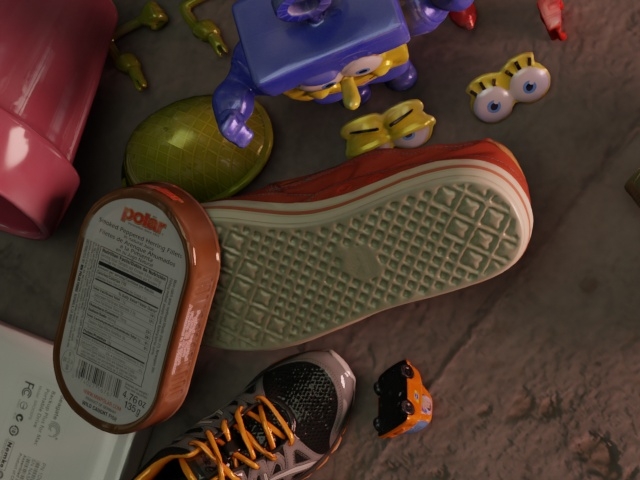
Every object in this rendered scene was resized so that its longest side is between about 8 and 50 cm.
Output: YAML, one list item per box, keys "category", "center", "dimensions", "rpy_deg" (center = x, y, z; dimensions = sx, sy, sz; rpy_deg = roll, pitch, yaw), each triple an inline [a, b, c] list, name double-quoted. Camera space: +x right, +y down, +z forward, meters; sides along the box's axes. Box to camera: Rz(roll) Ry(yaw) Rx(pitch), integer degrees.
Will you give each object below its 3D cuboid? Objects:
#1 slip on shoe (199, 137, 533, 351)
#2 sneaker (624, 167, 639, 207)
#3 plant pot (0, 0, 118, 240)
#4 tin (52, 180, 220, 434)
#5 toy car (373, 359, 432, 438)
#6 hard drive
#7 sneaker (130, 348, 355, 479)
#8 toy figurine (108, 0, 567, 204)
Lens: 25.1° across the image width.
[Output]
- category: "slip on shoe"
  center: [0.000, 0.000, 1.046]
  dimensions: [0.331, 0.101, 0.123]
  rpy_deg: [-14, 112, 25]
- category: "sneaker"
  center: [0.254, -0.022, 0.999]
  dimensions: [0.086, 0.064, 0.192]
  rpy_deg: [9, 87, 23]
- category: "plant pot"
  center: [-0.249, -0.124, 1.077]
  dimensions: [0.201, 0.201, 0.180]
  rpy_deg: [24, 75, 15]
- category: "tin"
  center: [-0.134, 0.050, 1.032]
  dimensions: [0.106, 0.040, 0.190]
  rpy_deg: [22, 108, 20]
- category: "toy car"
  center: [0.040, 0.146, 1.059]
  dimensions: [0.040, 0.060, 0.122]
  rpy_deg: [28, 115, -27]
- category: "hard drive"
  center: [-0.295, 0.156, 1.131]
  dimensions: [0.307, 0.040, 0.203]
  rpy_deg: [19, 90, 15]
- category: "sneaker"
  center: [-0.063, 0.158, 1.051]
  dimensions: [0.215, 0.083, 0.084]
  rpy_deg: [-41, 75, 6]
- category: "toy figurine"
  center: [-0.021, -0.153, 0.998]
  dimensions: [0.362, 0.217, 0.191]
  rpy_deg: [-18, 81, 12]
